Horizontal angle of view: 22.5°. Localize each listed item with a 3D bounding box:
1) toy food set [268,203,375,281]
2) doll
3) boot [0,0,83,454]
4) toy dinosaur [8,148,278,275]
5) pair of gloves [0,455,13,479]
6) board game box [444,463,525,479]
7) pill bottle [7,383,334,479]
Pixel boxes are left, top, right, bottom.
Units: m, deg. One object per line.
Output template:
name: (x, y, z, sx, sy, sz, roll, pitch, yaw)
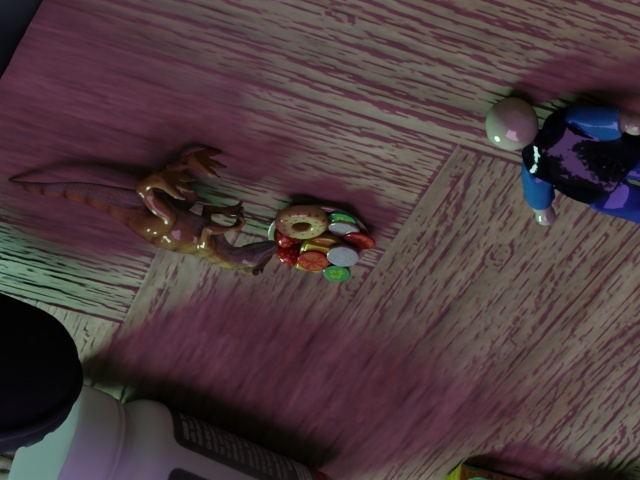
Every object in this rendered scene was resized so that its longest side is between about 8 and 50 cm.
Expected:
toy food set: (0.000, 0.000, 1.263, 0.082, 0.020, 0.083, 12, 141, -9)
doll: (0.198, -0.050, 1.154, 0.189, 0.046, 0.129, 23, 138, -22)
boot: (-0.274, -0.047, 1.122, 0.367, 0.146, 0.445, 3, 128, -34)
toy dinosaur: (-0.128, -0.022, 1.210, 0.211, 0.064, 0.112, 23, 133, -11)
pair of gloves: (-0.353, 0.293, 1.667, 0.204, 0.042, 0.240, 17, 142, -16)
board game box: (0.148, 0.297, 1.619, 0.124, 0.039, 0.259, 17, 143, -16)
pill bottle: (-0.133, 0.242, 1.478, 0.283, 0.161, 0.161, 27, 137, -25)
